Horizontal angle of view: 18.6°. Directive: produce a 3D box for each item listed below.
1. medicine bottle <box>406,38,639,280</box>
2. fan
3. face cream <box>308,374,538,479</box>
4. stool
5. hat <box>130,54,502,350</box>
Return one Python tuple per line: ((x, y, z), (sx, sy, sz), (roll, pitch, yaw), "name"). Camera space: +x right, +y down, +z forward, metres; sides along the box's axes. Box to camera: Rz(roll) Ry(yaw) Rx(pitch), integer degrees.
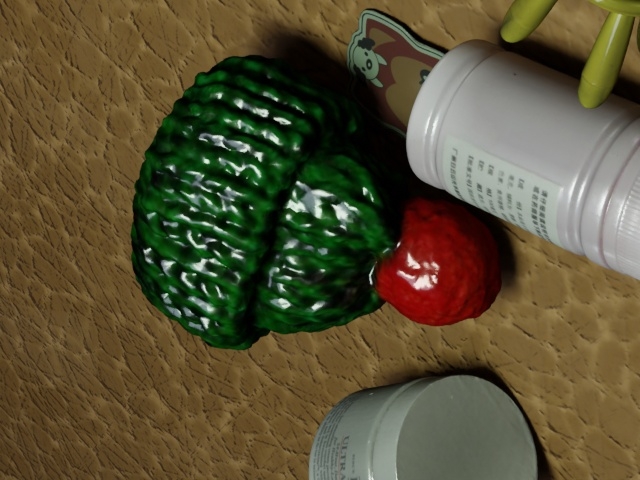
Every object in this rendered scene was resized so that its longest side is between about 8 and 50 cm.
((0.202, -0.062, 1.576), (0.249, 0.133, 0.133), (26, 137, 32), "medicine bottle")
((0.106, -0.116, 1.742), (0.220, 0.009, 0.132), (36, 144, 24), "fan")
((0.097, 0.223, 1.898), (0.153, 0.177, 0.177), (-16, 107, 53), "face cream")
((0.213, -0.182, 1.480), (0.110, 0.134, 0.135), (110, 161, -55), "stool")
((0.000, 0.000, 1.787), (0.332, 0.242, 0.274), (25, 151, 14), "hat")
